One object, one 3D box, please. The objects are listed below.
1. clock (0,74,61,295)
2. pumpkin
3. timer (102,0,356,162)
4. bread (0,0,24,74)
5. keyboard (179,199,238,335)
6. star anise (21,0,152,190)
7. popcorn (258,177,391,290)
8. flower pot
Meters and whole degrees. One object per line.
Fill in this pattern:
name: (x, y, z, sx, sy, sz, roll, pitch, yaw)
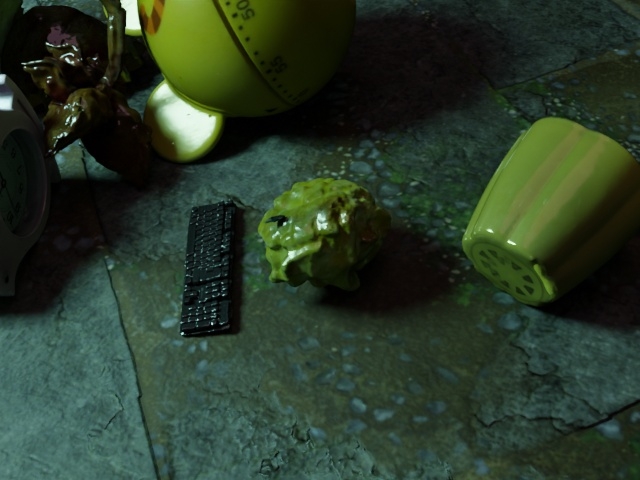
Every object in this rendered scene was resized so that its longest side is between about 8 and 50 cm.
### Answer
clock: (-0.455, -0.088, 1.004, 0.080, 0.290, 0.275, 0, 53, 5)
pumpkin: (-0.426, -0.326, 1.295, 0.254, 0.149, 0.130, -34, 41, -18)
timer: (-0.150, -0.347, 1.192, 0.387, 0.376, 0.376, -25, 45, 17)
bread: (-0.638, -0.374, 1.199, 0.239, 0.395, 0.263, 23, 62, -9)
keyboard: (-0.153, 0.030, 1.037, 0.072, 0.023, 0.231, -7, 47, 4)
star anise: (-0.346, -0.237, 1.115, 0.148, 0.346, 0.237, -1, 24, 16)
popcorn: (-0.003, -0.009, 0.973, 0.174, 0.142, 0.173, -2, 45, 2)
flower pot: (0.282, -0.023, 0.941, 0.195, 0.195, 0.179, 32, 72, 30)
